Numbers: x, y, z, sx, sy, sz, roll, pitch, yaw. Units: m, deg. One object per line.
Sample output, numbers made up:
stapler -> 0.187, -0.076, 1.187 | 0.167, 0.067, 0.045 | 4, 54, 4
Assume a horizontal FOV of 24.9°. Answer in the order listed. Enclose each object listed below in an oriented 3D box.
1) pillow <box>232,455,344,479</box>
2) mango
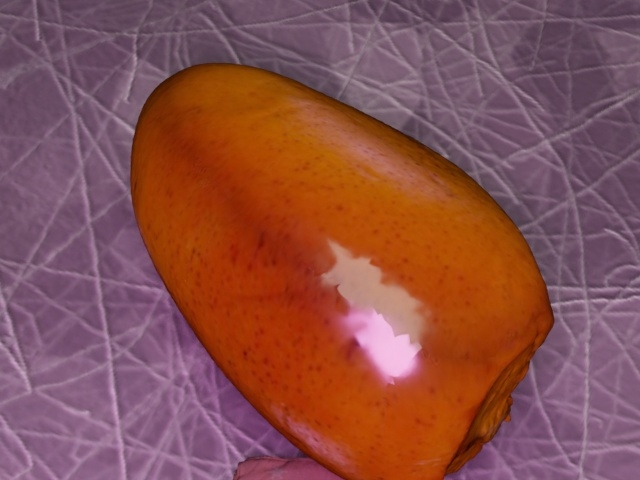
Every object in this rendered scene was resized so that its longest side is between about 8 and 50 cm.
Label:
pillow -> -0.001, 0.256, 0.875 | 0.135, 0.049, 0.248 | 4, 68, 0
mango -> 0.000, 0.000, 0.918 | 0.201, 0.199, 0.350 | -41, 64, -5
